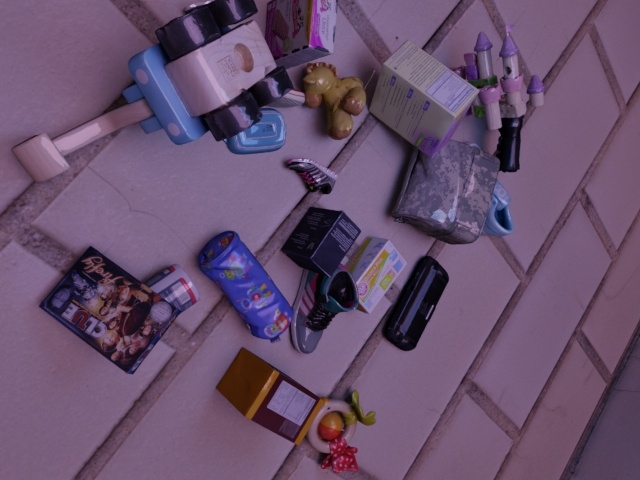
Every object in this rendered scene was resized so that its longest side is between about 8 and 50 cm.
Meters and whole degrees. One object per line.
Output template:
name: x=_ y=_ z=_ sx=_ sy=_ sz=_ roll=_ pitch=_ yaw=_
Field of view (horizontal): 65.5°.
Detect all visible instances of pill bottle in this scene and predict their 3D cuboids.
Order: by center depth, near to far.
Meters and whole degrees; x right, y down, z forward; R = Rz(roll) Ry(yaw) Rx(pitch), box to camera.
pill bottle: x=-0.383 y=0.145 z=1.154 sx=0.180 sy=0.108 sz=0.108 roll=-36 pitch=115 yaw=-24

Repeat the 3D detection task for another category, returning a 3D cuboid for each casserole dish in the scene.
casserole dish: x=-0.161 y=-0.282 z=1.282 sx=0.188 sy=0.037 sz=0.114 roll=-13 pitch=104 yaw=-33

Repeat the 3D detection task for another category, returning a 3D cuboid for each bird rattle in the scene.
bird rattle: x=0.045 y=0.575 z=1.520 sx=0.206 sy=0.143 sz=0.254 roll=28 pitch=94 yaw=-22

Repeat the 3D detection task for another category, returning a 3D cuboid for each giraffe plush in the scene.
giraffe plush: x=0.025 y=-0.393 z=1.328 sx=0.170 sy=0.181 sz=0.211 roll=22 pitch=95 yaw=-12

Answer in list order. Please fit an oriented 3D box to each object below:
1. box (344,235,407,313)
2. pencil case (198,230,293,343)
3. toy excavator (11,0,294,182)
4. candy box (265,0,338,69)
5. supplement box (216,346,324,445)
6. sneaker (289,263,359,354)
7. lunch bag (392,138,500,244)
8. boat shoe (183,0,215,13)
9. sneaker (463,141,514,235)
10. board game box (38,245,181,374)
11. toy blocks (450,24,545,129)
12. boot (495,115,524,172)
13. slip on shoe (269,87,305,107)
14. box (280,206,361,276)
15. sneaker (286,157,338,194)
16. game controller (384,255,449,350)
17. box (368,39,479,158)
box: x=0.145 y=0.101 z=1.499 sx=0.203 sy=0.103 sz=0.114 roll=-51 pitch=120 yaw=-17
pencil case: x=-0.189 y=0.123 z=1.273 sx=0.133 sy=0.119 sz=0.306 roll=-38 pitch=116 yaw=-12
toy excavator: x=-0.341 y=-0.280 z=1.016 sx=0.223 sy=0.444 sz=0.433 roll=62 pitch=39 yaw=-25
candy box: x=-0.053 y=-0.516 z=1.200 sx=0.071 sy=0.233 sz=0.160 roll=2 pitch=95 yaw=-34
supplement box: x=-0.133 y=0.405 z=1.306 sx=0.194 sy=0.191 sz=0.129 roll=41 pitch=74 yaw=-30
sneaker: x=0.019 y=0.191 z=1.383 sx=0.123 sy=0.178 sz=0.296 roll=10 pitch=92 yaw=-34
lunch bag: x=0.379 y=-0.165 z=1.554 sx=0.255 sy=0.212 sz=0.306 roll=21 pitch=85 yaw=-13
boat shoe: x=-0.258 y=-0.547 z=1.173 sx=0.125 sy=0.046 sz=0.038 roll=-30 pitch=112 yaw=-24
sneaker: x=0.591 y=-0.177 z=1.726 sx=0.135 sy=0.150 sz=0.366 roll=-39 pitch=116 yaw=-24
board game box: x=-0.448 y=0.147 z=1.066 sx=0.243 sy=0.042 sz=0.165 roll=33 pitch=75 yaw=7
toy blocks: x=0.511 y=-0.516 z=1.542 sx=0.308 sy=0.288 sz=0.260 roll=-28 pitch=114 yaw=-24
boot: x=0.631 y=-0.343 z=1.711 sx=0.094 sy=0.246 sz=0.208 roll=3 pitch=106 yaw=6
slip on shoe: x=-0.177 y=-0.410 z=1.209 sx=0.331 sy=0.123 sz=0.102 roll=17 pitch=84 yaw=-29
box: x=0.000 y=0.000 z=1.357 sx=0.093 sy=0.156 sz=0.158 roll=44 pitch=73 yaw=-31
sneaker: x=-0.023 y=-0.173 z=1.372 sx=0.170 sy=0.063 sz=0.075 roll=19 pitch=80 yaw=-39
game controller: x=0.328 y=0.214 z=1.673 sx=0.166 sy=0.067 sz=0.319 roll=42 pitch=74 yaw=-45
box: x=0.279 y=-0.388 z=1.389 sx=0.243 sy=0.214 sz=0.117 roll=40 pitch=71 yaw=10
